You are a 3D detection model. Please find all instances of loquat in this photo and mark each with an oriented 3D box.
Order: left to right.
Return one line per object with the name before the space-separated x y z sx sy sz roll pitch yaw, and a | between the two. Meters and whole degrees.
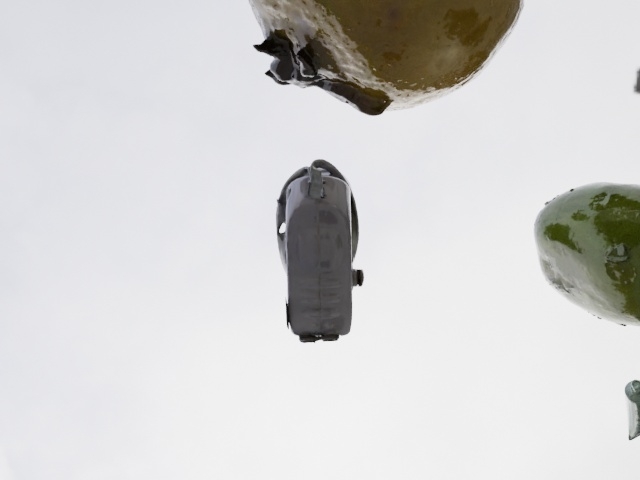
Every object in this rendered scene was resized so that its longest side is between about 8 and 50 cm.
loquat | 0.049 -0.215 0.625 0.244 0.244 0.244 -5 -80 -33

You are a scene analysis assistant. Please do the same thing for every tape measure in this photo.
tape measure | 0.000 0.000 1.041 0.120 0.197 0.236 -1 -79 2

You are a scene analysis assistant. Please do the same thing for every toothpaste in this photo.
toothpaste | 0.560 0.297 1.308 0.064 0.041 0.218 -31 -42 3

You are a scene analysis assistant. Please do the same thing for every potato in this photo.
potato | 0.380 0.018 0.943 0.148 0.253 0.186 -12 -81 -31
